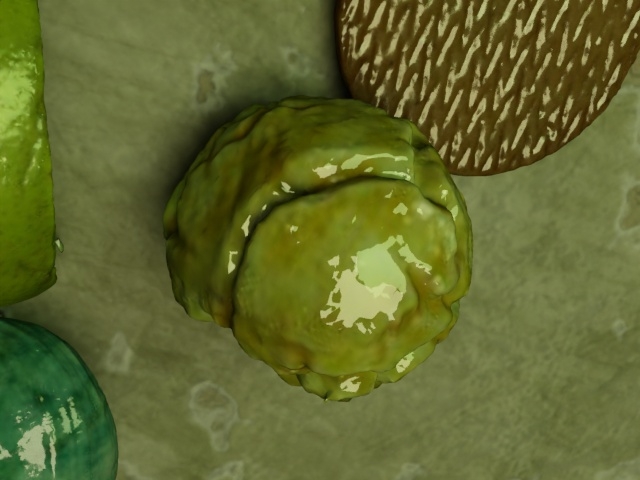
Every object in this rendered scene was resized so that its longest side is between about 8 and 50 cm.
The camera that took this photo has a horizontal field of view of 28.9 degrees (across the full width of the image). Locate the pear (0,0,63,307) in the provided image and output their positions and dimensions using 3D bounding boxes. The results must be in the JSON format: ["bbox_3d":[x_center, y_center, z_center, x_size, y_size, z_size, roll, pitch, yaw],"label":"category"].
[{"bbox_3d":[-0.287,-0.070,0.778,0.239,0.139,0.288,-3,112,-9],"label":"pear"}]

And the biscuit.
[{"bbox_3d":[0.130,-0.174,0.925,0.262,0.037,0.261,-7,114,-16],"label":"biscuit"}]

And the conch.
[{"bbox_3d":[-0.236,0.149,0.882,0.202,0.134,0.196,27,100,-28],"label":"conch"}]

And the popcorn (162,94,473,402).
[{"bbox_3d":[0.000,0.000,0.852,0.204,0.221,0.184,-44,143,2],"label":"popcorn"}]
